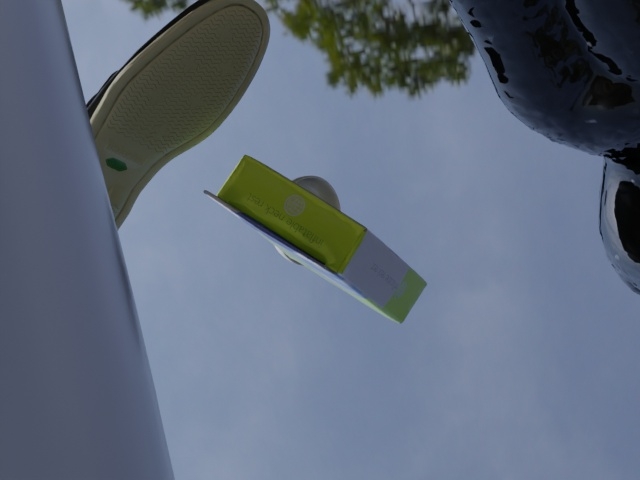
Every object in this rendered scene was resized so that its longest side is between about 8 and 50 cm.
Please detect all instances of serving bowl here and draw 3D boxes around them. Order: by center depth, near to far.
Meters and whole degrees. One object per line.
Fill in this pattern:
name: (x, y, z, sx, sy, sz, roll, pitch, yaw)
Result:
serving bowl: (-0.019, -0.020, 1.364, 0.027, 0.083, 0.083, 9, -112, 45)

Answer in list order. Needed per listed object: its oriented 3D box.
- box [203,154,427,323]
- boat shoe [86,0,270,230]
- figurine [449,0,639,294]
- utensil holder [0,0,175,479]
box: (0.000, 0.000, 1.029, 0.109, 0.178, 0.042, 31, -93, 24)
boat shoe: (-0.131, -0.084, 0.993, 0.233, 0.084, 0.079, -47, -140, 9)
figurine: (0.145, -0.057, 0.357, 0.215, 0.209, 0.092, -9, -127, 25)
utensil holder: (-0.216, 0.016, 0.455, 0.328, 0.385, 0.327, -9, -150, 5)
